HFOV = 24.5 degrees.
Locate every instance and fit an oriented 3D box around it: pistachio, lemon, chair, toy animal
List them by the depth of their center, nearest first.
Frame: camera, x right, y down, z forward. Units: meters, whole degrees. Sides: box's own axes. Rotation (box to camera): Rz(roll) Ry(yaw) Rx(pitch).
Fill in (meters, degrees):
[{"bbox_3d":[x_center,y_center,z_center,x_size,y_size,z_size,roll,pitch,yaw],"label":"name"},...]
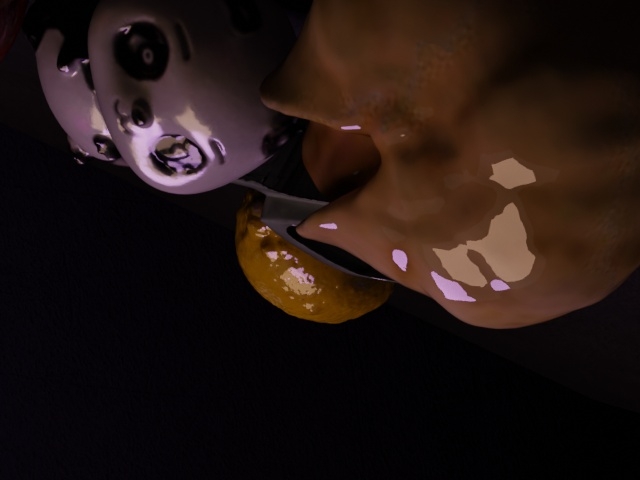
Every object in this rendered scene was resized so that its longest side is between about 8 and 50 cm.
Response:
[{"bbox_3d":[0.088,-0.074,0.789,0.238,0.229,0.321,-10,-173,-7],"label":"pistachio"},{"bbox_3d":[-0.117,-0.137,1.180,0.235,0.165,0.187,23,138,52],"label":"toy animal"},{"bbox_3d":[0.027,-0.072,1.298,0.274,0.190,0.203,6,163,43],"label":"chair"},{"bbox_3d":[0.000,0.000,1.824,0.204,0.204,0.260,18,172,41],"label":"lemon"}]

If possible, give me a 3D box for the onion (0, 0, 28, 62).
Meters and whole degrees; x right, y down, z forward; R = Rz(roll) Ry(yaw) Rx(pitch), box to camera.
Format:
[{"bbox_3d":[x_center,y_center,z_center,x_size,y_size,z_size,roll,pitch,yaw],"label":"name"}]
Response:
[{"bbox_3d":[-0.338,-0.190,1.083,0.276,0.276,0.276,22,174,3],"label":"onion"}]
